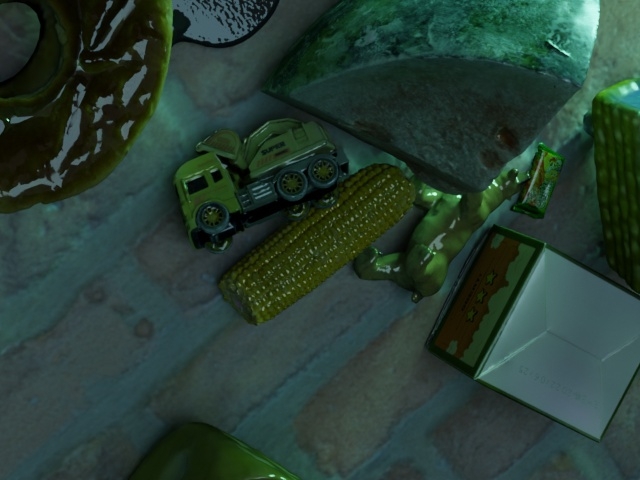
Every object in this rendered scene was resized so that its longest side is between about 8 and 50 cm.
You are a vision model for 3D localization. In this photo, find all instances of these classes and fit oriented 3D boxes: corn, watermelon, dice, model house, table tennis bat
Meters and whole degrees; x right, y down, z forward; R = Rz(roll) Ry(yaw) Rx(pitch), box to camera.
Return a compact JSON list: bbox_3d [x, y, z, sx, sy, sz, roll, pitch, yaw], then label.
[{"bbox_3d":[0.000,0.000,1.647,0.248,0.081,0.081,-37,109,-12],"label":"corn"},{"bbox_3d":[0.130,-0.161,1.575,0.228,0.387,0.258,-58,137,-42],"label":"watermelon"},{"bbox_3d":[-0.095,0.349,1.583,0.238,0.227,0.233,36,84,-23],"label":"dice"},{"bbox_3d":[0.444,-0.067,1.702,0.215,0.303,0.237,-23,114,-34],"label":"model house"},{"bbox_3d":[-0.137,-0.257,1.586,0.150,0.027,0.236,43,81,-20],"label":"table tennis bat"}]

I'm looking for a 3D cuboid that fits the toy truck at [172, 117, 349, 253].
[{"bbox_3d":[-0.070,-0.073,1.592,0.191,0.085,0.116,-23,72,-4],"label":"toy truck"}]

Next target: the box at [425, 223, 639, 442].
[{"bbox_3d":[0.264,0.107,1.729,0.195,0.148,0.178,27,91,-23],"label":"box"}]

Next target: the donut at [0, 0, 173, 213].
[{"bbox_3d":[-0.316,-0.197,1.461,0.330,0.160,0.330,-6,105,-24],"label":"donut"}]

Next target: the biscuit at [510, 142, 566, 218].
[{"bbox_3d":[0.266,-0.070,1.774,0.046,0.016,0.089,21,90,-22],"label":"biscuit"}]

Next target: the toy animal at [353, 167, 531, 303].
[{"bbox_3d":[0.148,-0.017,1.706,0.101,0.103,0.219,40,81,-38],"label":"toy animal"}]
